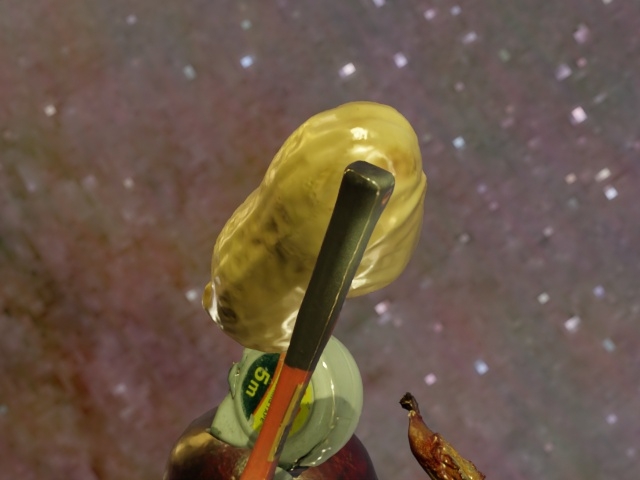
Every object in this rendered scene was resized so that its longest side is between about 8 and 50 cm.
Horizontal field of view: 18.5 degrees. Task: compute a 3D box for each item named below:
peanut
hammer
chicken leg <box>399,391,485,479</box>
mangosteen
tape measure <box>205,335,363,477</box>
[{"bbox_3d":[0.000,0.000,1.663,0.147,0.147,0.319,51,-39,12],"label":"peanut"},{"bbox_3d":[-0.012,0.074,1.226,0.033,0.111,0.288,28,-62,14],"label":"hammer"},{"bbox_3d":[0.113,0.196,1.788,0.145,0.062,0.037,49,-65,20],"label":"chicken leg"},{"bbox_3d":[-0.076,0.366,2.723,0.330,0.330,0.330,40,-31,30],"label":"mangosteen"},{"bbox_3d":[0.001,0.084,2.023,0.164,0.084,0.330,30,-76,26],"label":"tape measure"}]
